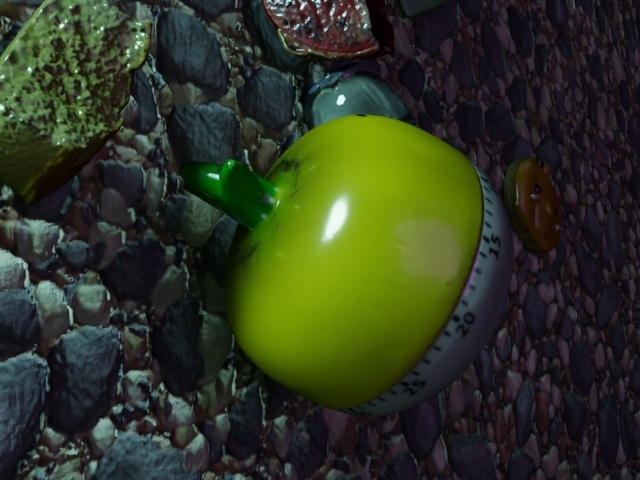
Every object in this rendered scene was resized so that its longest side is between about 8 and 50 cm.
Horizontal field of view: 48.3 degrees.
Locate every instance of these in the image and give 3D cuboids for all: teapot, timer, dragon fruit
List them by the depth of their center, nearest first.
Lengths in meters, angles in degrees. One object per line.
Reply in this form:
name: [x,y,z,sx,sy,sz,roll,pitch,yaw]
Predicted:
timer: [0.000,0.000,0.623,0.285,0.285,0.285,13,72,-47]
dragon fruit: [0.012,-0.253,0.802,0.161,0.127,0.121,-29,109,-70]
teapot: [0.048,-0.152,0.812,0.149,0.111,0.108,-38,102,-43]

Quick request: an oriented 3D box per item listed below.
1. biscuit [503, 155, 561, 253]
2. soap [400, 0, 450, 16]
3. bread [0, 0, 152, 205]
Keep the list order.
biscuit: [0.370,-0.068,1.209,0.170,0.050,0.170,13,72,-48]
soap: [0.169,-0.446,0.990,0.182,0.138,0.199,-48,117,-44]
bread: [-0.193,-0.100,0.511,0.086,0.125,0.156,36,54,-29]
